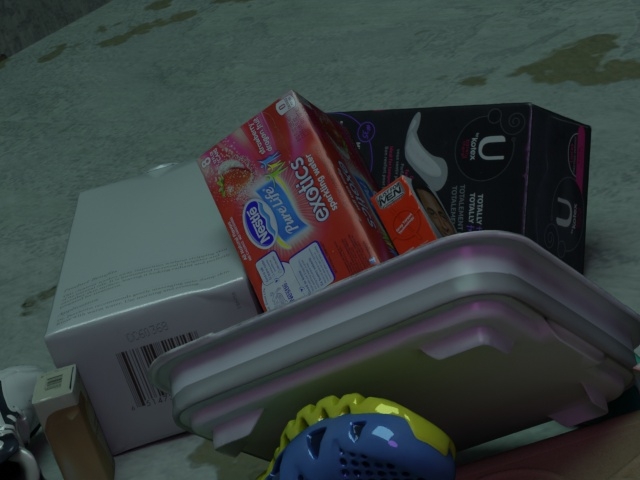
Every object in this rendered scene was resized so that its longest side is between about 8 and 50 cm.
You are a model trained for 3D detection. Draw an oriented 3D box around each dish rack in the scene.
[{"bbox_3d":[0.066,0.115,1.107,0.333,0.285,0.072,-25,56,28],"label":"dish rack"}]

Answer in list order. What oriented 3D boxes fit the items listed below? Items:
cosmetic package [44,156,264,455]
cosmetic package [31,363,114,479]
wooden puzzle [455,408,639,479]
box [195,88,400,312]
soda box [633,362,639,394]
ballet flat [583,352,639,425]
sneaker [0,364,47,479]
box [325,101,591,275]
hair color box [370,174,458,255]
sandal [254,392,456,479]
[{"bbox_3d":[-0.158,0.050,1.555,0.217,0.156,0.385,-16,23,5],"label":"cosmetic package"},{"bbox_3d":[-0.234,0.183,1.364,0.041,0.115,0.060,-17,25,1],"label":"cosmetic package"},{"bbox_3d":[0.218,0.229,0.995,0.322,0.080,0.348,-17,19,2],"label":"wooden puzzle"},{"bbox_3d":[0.000,0.000,1.390,0.128,0.123,0.256,-35,61,15],"label":"box"},{"bbox_3d":[0.312,0.115,1.011,0.063,0.058,0.183,-30,23,-29],"label":"soda box"},{"bbox_3d":[0.211,0.105,1.262,0.247,0.083,0.087,10,22,44],"label":"ballet flat"},{"bbox_3d":[-0.297,0.209,1.389,0.153,0.094,0.235,4,27,31],"label":"sneaker"},{"bbox_3d":[0.127,-0.047,1.486,0.270,0.165,0.143,1,-6,36],"label":"box"},{"bbox_3d":[0.107,0.012,1.357,0.043,0.141,0.072,-36,-24,20],"label":"hair color box"},{"bbox_3d":[-0.020,0.223,1.043,0.317,0.126,0.138,-42,23,39],"label":"sandal"}]
